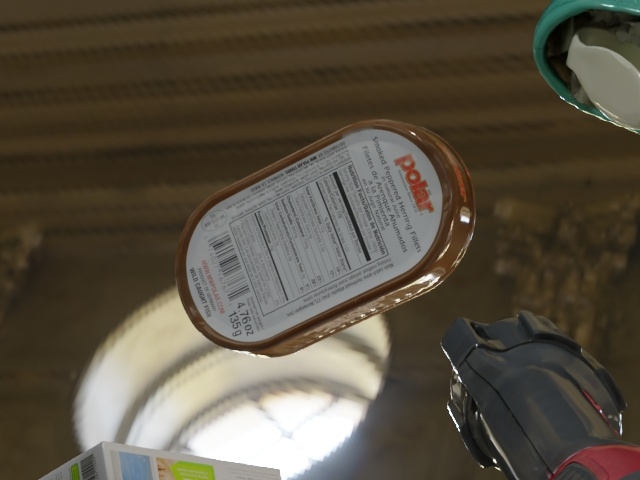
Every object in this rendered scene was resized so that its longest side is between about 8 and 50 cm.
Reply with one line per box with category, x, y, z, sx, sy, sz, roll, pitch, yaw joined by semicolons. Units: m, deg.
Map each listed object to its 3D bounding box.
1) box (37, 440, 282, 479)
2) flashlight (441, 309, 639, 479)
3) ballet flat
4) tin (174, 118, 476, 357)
box;-0.128;0.250;1.678;0.203;0.114;0.103;14;-36;-43
flashlight;0.129;0.114;0.903;0.103;0.304;0.103;-6;-78;-4
ballet flat;0.202;-0.055;0.936;0.247;0.087;0.083;29;-44;29
tin;0.000;0.000;1.163;0.189;0.040;0.106;-27;-102;20
